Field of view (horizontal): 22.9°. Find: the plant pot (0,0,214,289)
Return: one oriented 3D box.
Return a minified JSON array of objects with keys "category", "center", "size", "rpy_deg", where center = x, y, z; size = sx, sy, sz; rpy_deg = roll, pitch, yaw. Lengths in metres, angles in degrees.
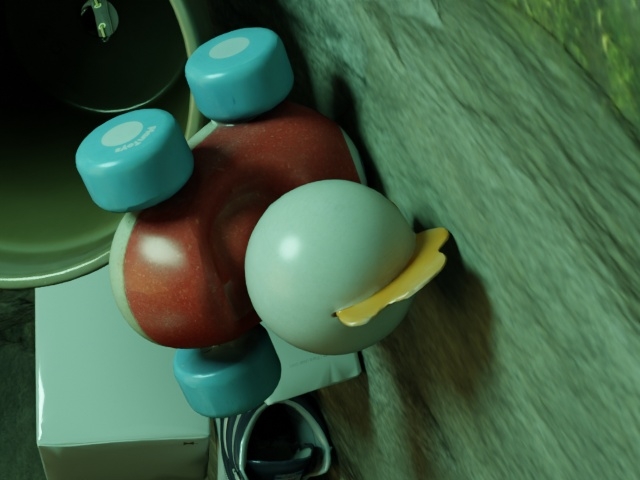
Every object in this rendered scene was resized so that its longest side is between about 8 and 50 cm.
[{"category":"plant pot","center":[-0.216,-0.159,1.267],"size":[0.280,0.323,0.323],"rpy_deg":[-61,-39,-68]}]

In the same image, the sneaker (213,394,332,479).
[{"category":"sneaker","center":[-0.042,0.248,1.535],"size":[0.153,0.099,0.282],"rpy_deg":[-139,38,-67]}]

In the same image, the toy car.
[{"category":"toy car","center":[0.000,0.000,1.046],"size":[0.238,0.210,0.219],"rpy_deg":[11,132,41]}]

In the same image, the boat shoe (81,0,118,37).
[{"category":"boat shoe","center":[-0.234,-0.245,1.731],"size":[0.228,0.068,0.081],"rpy_deg":[-124,22,-47]}]

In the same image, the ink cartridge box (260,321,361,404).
[{"category":"ink cartridge box","center":[-0.050,0.013,1.317],"size":[0.154,0.093,0.212],"rpy_deg":[-155,48,-69]}]

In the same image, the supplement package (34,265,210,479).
[{"category":"supplement package","center":[-0.210,0.096,1.667],"size":[0.177,0.175,0.293],"rpy_deg":[103,163,-66]}]
